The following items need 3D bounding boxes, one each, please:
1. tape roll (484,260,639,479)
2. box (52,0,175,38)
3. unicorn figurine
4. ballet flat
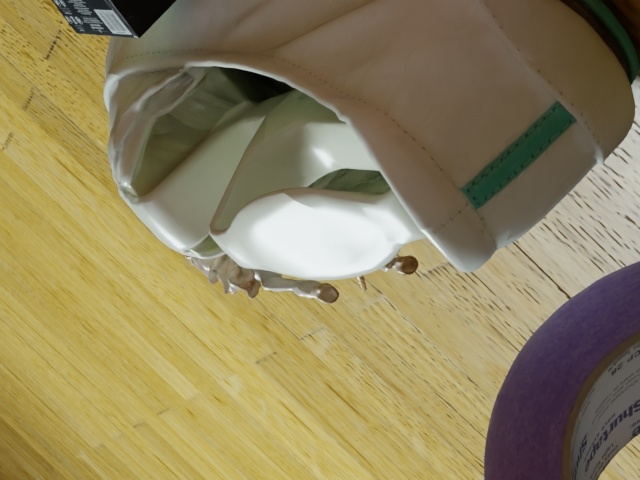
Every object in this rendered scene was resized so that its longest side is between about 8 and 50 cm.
[{"bbox_3d":[0.159,0.101,0.702,0.189,0.189,0.080,32,157,28],"label":"tape roll"},{"bbox_3d":[-0.083,-0.138,0.825,0.062,0.083,0.052,13,147,54],"label":"box"},{"bbox_3d":[0.000,0.000,0.954,0.162,0.060,0.111,7,-176,-38],"label":"unicorn figurine"},{"bbox_3d":[-0.023,-0.049,0.823,0.139,0.139,0.400,51,159,-22],"label":"ballet flat"}]
